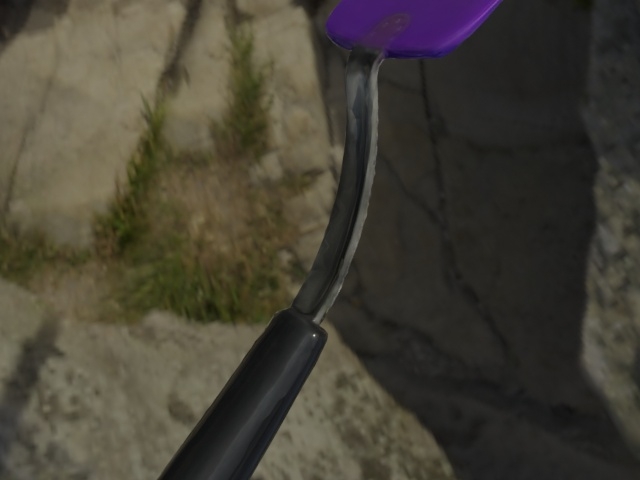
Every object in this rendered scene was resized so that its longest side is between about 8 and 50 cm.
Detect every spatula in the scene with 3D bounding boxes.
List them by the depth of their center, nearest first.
[{"bbox_3d":[0.000,0.000,0.484,0.030,0.084,0.296,28,86,-30],"label":"spatula"}]
